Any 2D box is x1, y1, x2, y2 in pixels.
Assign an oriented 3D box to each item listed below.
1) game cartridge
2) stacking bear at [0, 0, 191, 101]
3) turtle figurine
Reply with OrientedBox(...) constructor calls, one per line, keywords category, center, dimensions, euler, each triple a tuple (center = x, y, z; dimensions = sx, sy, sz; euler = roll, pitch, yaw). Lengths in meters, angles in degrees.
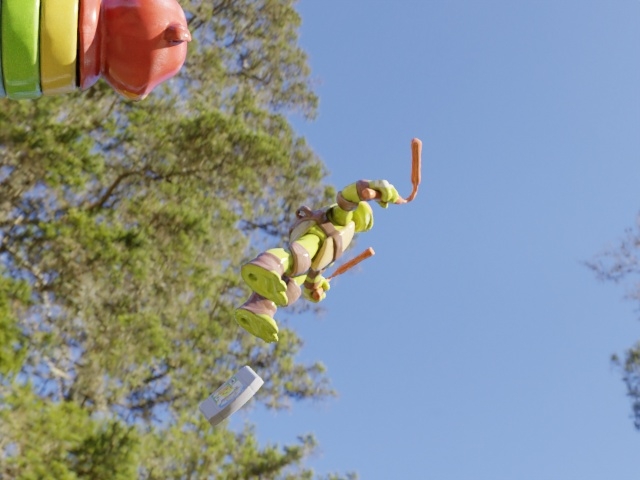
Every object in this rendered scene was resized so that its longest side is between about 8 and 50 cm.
OrientedBox(category="game cartridge", center=(-0.112, 0.194, 1.180), dimensions=(0.083, 0.056, 0.017), euler=(-41, -63, -11))
OrientedBox(category="stacking bear", center=(-0.282, -0.215, 0.985), dimensions=(0.288, 0.175, 0.164), euler=(2, -84, -14))
OrientedBox(category="turtle figurine", center=(0.000, 0.000, 1.024), dimensions=(0.087, 0.217, 0.269), euler=(43, -40, 7))
